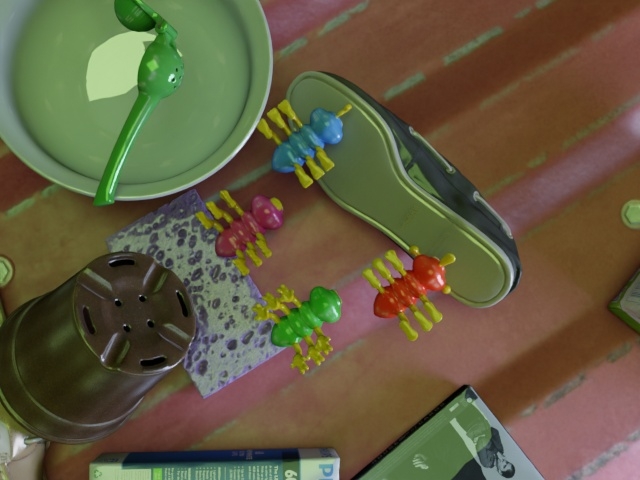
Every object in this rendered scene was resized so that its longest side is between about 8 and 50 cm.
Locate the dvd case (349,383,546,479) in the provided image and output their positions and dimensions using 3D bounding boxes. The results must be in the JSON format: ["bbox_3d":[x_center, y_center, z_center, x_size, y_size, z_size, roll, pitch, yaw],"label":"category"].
[{"bbox_3d":[0.172,0.310,0.948,0.179,0.029,0.238,-38,89,-8],"label":"dvd case"}]

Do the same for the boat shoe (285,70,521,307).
[{"bbox_3d":[0.095,-0.061,0.959,0.335,0.095,0.112,46,118,4],"label":"boat shoe"}]

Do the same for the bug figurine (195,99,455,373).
[{"bbox_3d":[0.000,0.000,0.902,0.216,0.072,0.279,-34,87,8],"label":"bug figurine"}]

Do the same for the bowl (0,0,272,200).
[{"bbox_3d":[-0.201,-0.180,0.913,0.298,0.134,0.298,0,85,-4],"label":"bowl"}]

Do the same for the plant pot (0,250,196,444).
[{"bbox_3d":[-0.217,0.099,0.834,0.167,0.165,0.167,20,54,-29],"label":"plant pot"}]

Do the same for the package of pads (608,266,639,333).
[{"bbox_3d":[0.520,0.077,0.965,0.296,0.101,0.229,38,83,-1],"label":"package of pads"}]

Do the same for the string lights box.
[{"bbox_3d":[-0.109,0.295,0.901,0.260,0.077,0.133,0,85,-5],"label":"string lights box"}]

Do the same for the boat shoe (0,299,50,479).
[{"bbox_3d":[-0.330,0.183,0.872,0.110,0.121,0.341,-26,86,-6],"label":"boat shoe"}]

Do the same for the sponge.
[{"bbox_3d":[-0.136,0.059,0.946,0.117,0.031,0.210,-32,87,-8],"label":"sponge"}]

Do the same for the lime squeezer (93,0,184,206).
[{"bbox_3d":[-0.191,-0.196,0.832,0.110,0.059,0.310,-13,86,26],"label":"lime squeezer"}]
